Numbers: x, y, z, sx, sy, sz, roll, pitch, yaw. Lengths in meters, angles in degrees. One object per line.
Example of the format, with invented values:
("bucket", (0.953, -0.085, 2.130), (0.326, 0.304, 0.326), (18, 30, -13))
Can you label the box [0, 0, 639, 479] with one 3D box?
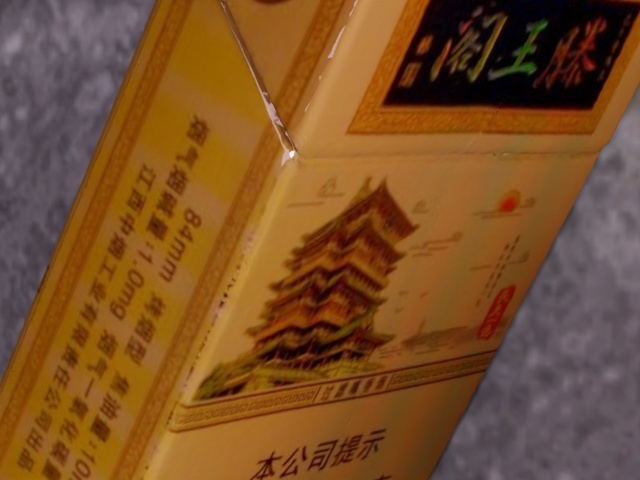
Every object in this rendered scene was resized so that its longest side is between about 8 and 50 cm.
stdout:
("box", (0.000, 0.000, 0.594), (0.076, 0.174, 0.274), (38, 115, 29))
